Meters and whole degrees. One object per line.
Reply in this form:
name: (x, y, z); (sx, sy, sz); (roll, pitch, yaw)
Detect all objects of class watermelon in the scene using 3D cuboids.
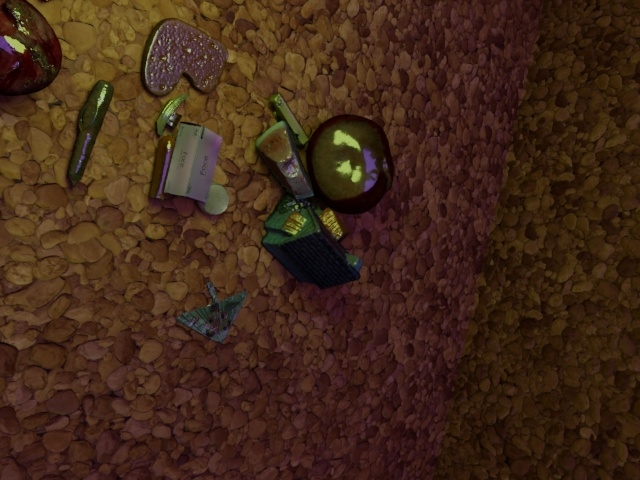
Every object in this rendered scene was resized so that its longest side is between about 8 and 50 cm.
watermelon: (-0.140, -0.289, 1.889); (0.148, 0.226, 0.318); (-23, 109, 2)

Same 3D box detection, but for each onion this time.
onion: (-0.816, -0.511, 1.254); (0.276, 0.276, 0.276); (-8, 103, -38)

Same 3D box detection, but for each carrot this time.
carrot: (-0.714, -0.329, 1.492); (0.070, 0.070, 0.342); (20, 87, -40)
carrot: (-0.532, -0.251, 1.655); (0.067, 0.067, 0.225); (10, 93, -40)

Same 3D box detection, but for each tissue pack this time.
tissue pack: (-0.435, -0.266, 1.680); (0.148, 0.092, 0.246); (14, 88, -73)

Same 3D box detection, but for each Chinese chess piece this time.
Chinese chess piece: (-0.397, -0.154, 1.794); (0.122, 0.051, 0.122); (-10, 106, -38)

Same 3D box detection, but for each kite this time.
kite: (-0.406, 0.285, 1.889); (0.323, 0.013, 0.268); (-17, 109, -37)

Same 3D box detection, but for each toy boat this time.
toy boat: (-0.502, -0.429, 1.646); (0.066, 0.065, 0.172); (32, 85, -25)

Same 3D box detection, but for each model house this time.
model house: (0.000, 0.000, 1.965); (0.297, 0.339, 0.360); (-52, 125, -18)

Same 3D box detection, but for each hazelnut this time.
hazelnut: (0.129, -0.313, 2.004); (0.359, 0.359, 0.409); (-21, 103, -35)

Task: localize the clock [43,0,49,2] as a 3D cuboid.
clock: (-0.754, -0.760, 1.386); (0.155, 0.061, 0.113); (-39, 120, -24)

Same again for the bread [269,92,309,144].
bread: (-0.133, -0.478, 1.930); (0.049, 0.088, 0.226); (-48, 124, -19)

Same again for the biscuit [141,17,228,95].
biscuit: (-0.464, -0.598, 1.660); (0.277, 0.052, 0.262); (12, 95, -41)

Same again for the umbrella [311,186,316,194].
umbrella: (0.031, -0.197, 2.145); (0.188, 0.046, 0.050); (16, 94, -45)
